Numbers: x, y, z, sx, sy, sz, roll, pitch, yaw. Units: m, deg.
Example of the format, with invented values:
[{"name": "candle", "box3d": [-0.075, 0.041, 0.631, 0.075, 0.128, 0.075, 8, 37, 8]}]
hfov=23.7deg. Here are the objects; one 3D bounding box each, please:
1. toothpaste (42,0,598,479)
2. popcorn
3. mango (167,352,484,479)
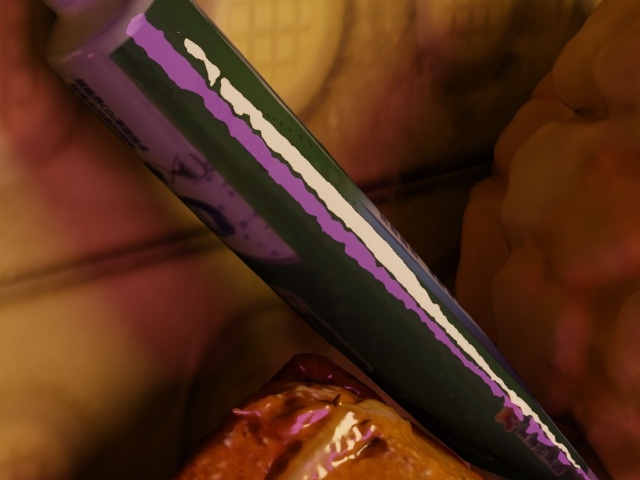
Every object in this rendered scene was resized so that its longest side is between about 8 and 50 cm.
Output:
[{"name": "toothpaste", "box3d": [0.000, 0.000, 0.668, 0.392, 0.098, 0.061, 46, 70, -29]}, {"name": "popcorn", "box3d": [0.268, 0.010, 0.827, 0.390, 0.344, 0.354, -48, 139, -22]}, {"name": "mango", "box3d": [-0.046, 0.219, 0.656, 0.199, 0.201, 0.350, 38, 78, -28]}]
